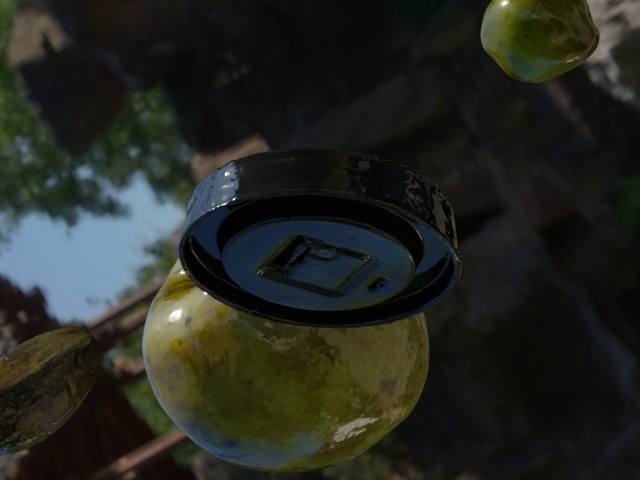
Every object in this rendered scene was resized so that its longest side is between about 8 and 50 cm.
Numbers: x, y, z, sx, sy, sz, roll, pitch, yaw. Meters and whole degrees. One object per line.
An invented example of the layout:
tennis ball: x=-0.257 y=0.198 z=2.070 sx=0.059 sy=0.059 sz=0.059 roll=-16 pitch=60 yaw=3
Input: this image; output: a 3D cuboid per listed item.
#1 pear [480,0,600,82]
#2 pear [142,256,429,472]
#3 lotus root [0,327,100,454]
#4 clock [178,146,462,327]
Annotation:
pear: x=0.182 y=-0.173 z=1.410 sx=0.097 sy=0.092 sz=0.092 roll=21 pitch=169 yaw=19
pear: x=-0.026 y=0.097 z=1.824 sx=0.304 sy=0.304 sz=0.304 roll=60 pitch=-176 yaw=-6
lotus root: x=-0.280 y=0.148 z=1.662 sx=0.089 sy=0.179 sz=0.080 roll=25 pitch=135 yaw=32
clock: x=0.000 y=0.000 z=1.125 sx=0.184 sy=0.184 sz=0.040 roll=55 pitch=-146 yaw=-54
